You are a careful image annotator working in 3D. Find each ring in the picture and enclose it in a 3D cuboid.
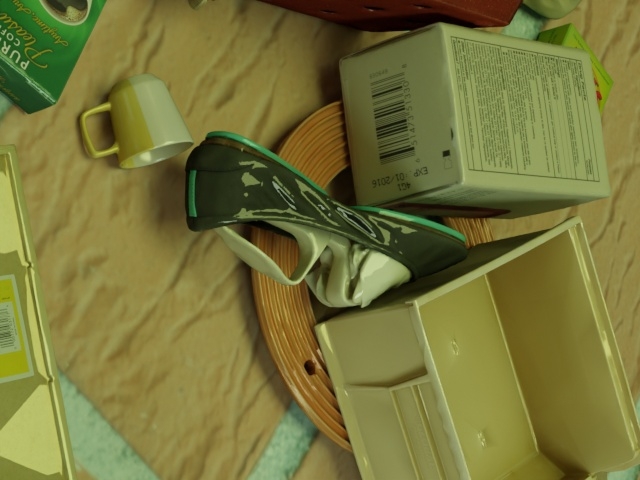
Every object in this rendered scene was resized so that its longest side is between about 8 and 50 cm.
[{"bbox_3d":[0.054,0.037,1.465,0.337,0.032,0.336,14,70,-45],"label":"ring"}]

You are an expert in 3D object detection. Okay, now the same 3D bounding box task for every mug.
[{"bbox_3d":[-0.144,-0.096,1.267,0.078,0.062,0.064,-11,81,-54],"label":"mug"}]

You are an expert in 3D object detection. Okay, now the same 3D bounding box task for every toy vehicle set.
[{"bbox_3d":[-0.265,0.070,1.116,0.166,0.035,0.266,-8,87,-47],"label":"toy vehicle set"}]

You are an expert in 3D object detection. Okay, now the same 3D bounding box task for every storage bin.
[{"bbox_3d":[0.152,0.144,1.431,0.262,0.123,0.260,-24,99,-47],"label":"storage bin"}]

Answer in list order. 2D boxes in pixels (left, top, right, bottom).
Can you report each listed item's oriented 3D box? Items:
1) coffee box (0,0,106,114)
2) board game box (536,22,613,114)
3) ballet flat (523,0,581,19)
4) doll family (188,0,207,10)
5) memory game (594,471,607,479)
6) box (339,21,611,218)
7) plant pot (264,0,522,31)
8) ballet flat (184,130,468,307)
[{"bbox_3d":[-0.218,-0.201,1.224,0.113,0.040,0.184,40,54,-33],"label":"coffee box"},{"bbox_3d":[0.247,-0.134,1.698,0.092,0.043,0.181,48,50,-28],"label":"board game box"},{"bbox_3d":[0.202,-0.297,1.662,0.248,0.086,0.086,12,72,-44],"label":"ballet flat"},{"bbox_3d":[-0.116,-0.278,1.329,0.111,0.076,0.193,-39,106,-39],"label":"doll family"},{"bbox_3d":[0.258,0.180,1.659,0.186,0.012,0.186,13,72,-44],"label":"memory game"},{"bbox_3d":[0.144,-0.103,1.478,0.232,0.127,0.148,3,77,-47],"label":"box"},{"bbox_3d":[0.059,-0.315,1.403,0.267,0.267,0.235,10,86,-45],"label":"plant pot"},{"bbox_3d":[0.000,0.000,1.337,0.280,0.095,0.096,22,75,-30],"label":"ballet flat"}]
